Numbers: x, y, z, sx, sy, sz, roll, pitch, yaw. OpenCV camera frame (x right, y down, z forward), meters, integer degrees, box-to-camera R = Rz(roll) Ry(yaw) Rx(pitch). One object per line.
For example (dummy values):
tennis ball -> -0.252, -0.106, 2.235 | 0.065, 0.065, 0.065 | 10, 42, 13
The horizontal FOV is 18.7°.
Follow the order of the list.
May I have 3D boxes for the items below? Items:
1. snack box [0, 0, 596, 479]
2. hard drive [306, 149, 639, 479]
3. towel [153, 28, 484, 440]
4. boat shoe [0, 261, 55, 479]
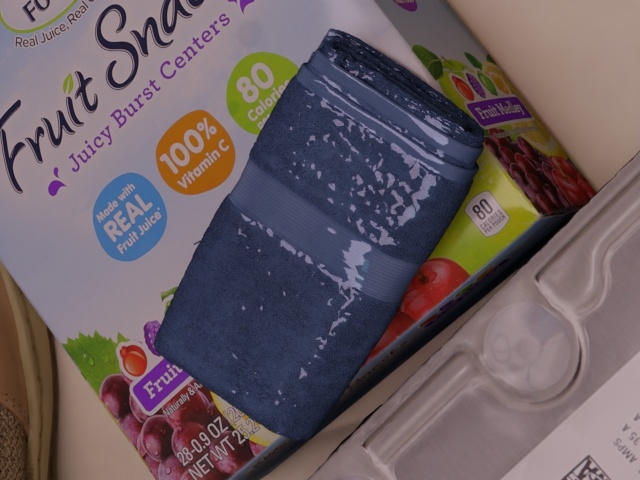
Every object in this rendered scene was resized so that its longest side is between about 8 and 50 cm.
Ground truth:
snack box -> -0.037, -0.039, 0.678 | 0.174, 0.070, 0.207 | -42, 77, 24
hard drive -> 0.163, 0.074, 0.600 | 0.339, 0.064, 0.237 | -46, 76, 24
towel -> 0.000, 0.000, 0.610 | 0.067, 0.029, 0.119 | 36, 109, 16
boat shoe -> -0.170, 0.085, 0.735 | 0.122, 0.110, 0.341 | -18, 89, 27
